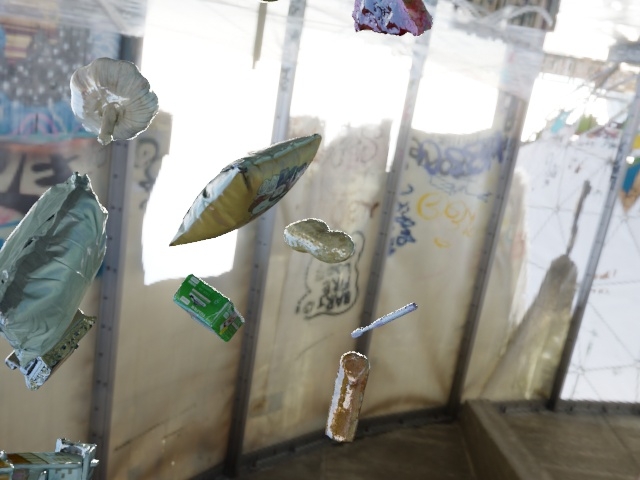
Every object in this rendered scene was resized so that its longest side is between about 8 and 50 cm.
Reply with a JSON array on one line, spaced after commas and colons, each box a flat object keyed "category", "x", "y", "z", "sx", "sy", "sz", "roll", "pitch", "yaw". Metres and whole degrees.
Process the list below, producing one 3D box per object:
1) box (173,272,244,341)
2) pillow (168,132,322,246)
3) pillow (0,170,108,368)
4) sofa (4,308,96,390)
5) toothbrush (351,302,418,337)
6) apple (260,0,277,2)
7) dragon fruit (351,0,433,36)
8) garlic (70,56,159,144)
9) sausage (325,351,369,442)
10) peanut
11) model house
[{"category": "box", "x": -0.347, "y": 0.213, "z": 2.139, "sx": 0.180, "sy": 0.103, "sz": 0.250, "roll": 33, "pitch": 166, "yaw": 15}, {"category": "pillow", "x": -0.163, "y": -0.111, "z": 1.524, "sx": 0.119, "sy": 0.312, "sz": 0.310, "roll": 52, "pitch": -142, "yaw": 1}, {"category": "pillow", "x": -0.479, "y": 0.056, "z": 1.214, "sx": 0.138, "sy": 0.283, "sz": 0.309, "roll": 20, "pitch": -121, "yaw": -6}, {"category": "sofa", "x": -0.778, "y": 0.267, "z": 1.914, "sx": 0.182, "sy": 0.258, "sz": 0.200, "roll": 41, "pitch": -132, "yaw": -7}, {"category": "toothbrush", "x": 0.198, "y": 0.252, "z": 2.161, "sx": 0.029, "sy": 0.024, "sz": 0.354, "roll": -39, "pitch": -179, "yaw": -37}, {"category": "apple", "x": -0.126, "y": -0.681, "z": 1.691, "sx": 0.183, "sy": 0.182, "sz": 0.155, "roll": 0, "pitch": -131, "yaw": -31}, {"category": "dragon fruit", "x": 0.199, "y": -0.663, "z": 1.850, "sx": 0.134, "sy": 0.211, "sz": 0.262, "roll": -39, "pitch": -140, "yaw": -21}, {"category": "garlic", "x": -0.473, "y": -0.283, "z": 1.515, "sx": 0.199, "sy": 0.199, "sz": 0.226, "roll": 8, "pitch": -139, "yaw": -6}, {"category": "sausage", "x": 0.083, "y": 0.467, "z": 2.058, "sx": 0.109, "sy": 0.270, "sz": 0.109, "roll": 12, "pitch": -178, "yaw": -1}, {"category": "peanut", "x": 0.000, "y": 0.000, "z": 2.182, "sx": 0.275, "sy": 0.111, "sz": 0.125, "roll": 21, "pitch": -116, "yaw": 39}, {"category": "model house", "x": -0.483, "y": 0.441, "z": 1.104, "sx": 0.215, "sy": 0.224, "sz": 0.198, "roll": 13, "pitch": 166, "yaw": -37}]
